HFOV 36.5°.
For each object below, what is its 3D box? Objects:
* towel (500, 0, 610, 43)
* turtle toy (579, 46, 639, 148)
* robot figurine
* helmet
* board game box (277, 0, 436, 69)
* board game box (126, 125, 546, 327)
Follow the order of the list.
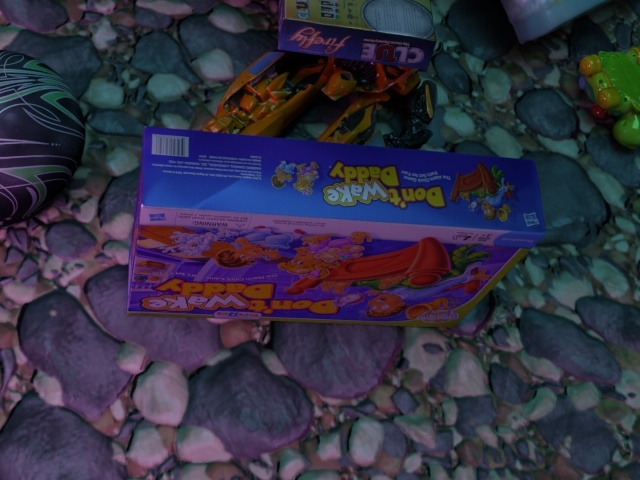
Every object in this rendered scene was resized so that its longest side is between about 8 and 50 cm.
[{"bbox_3d":[0.312,-0.451,1.231,0.374,0.090,0.320,-31,96,-34],"label":"towel"},{"bbox_3d":[0.367,-0.176,1.188,0.095,0.066,0.130,-12,69,-20],"label":"turtle toy"},{"bbox_3d":[0.007,-0.146,1.070,0.211,0.085,0.291,40,62,7],"label":"robot figurine"},{"bbox_3d":[-0.310,-0.102,0.924,0.169,0.161,0.169,6,63,-11],"label":"helmet"},{"bbox_3d":[0.036,-0.293,1.093,0.165,0.042,0.243,7,47,-7],"label":"board game box"},{"bbox_3d":[0.000,0.000,0.913,0.347,0.233,0.078,3,64,-12],"label":"board game box"}]
